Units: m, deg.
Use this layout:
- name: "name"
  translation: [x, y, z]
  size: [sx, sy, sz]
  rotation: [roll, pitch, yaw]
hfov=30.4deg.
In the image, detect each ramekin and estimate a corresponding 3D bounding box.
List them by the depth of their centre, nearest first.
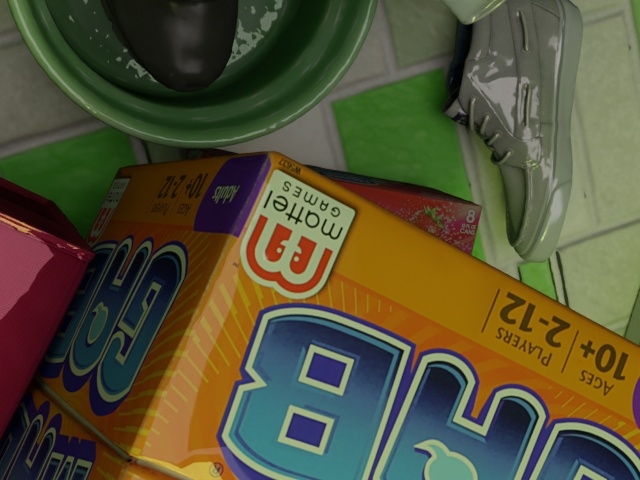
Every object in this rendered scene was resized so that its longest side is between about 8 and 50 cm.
- name: "ramekin"
  translation: [-0.114, -0.234, 0.971]
  size: [0.303, 0.148, 0.303]
  rotation: [-4, 102, -19]

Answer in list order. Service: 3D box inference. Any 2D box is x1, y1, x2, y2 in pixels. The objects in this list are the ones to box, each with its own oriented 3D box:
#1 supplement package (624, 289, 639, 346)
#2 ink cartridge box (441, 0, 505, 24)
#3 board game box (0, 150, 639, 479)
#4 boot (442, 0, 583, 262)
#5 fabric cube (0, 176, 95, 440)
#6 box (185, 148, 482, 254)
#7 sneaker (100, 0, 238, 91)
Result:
- name: "supplement package"
  translation: [0.465, 0.070, 1.204]
  size: [0.198, 0.199, 0.262]
  rotation: [14, 96, -21]
- name: "ink cartridge box"
  translation: [0.027, -0.370, 0.924]
  size: [0.385, 0.308, 0.091]
  rotation: [42, 119, -11]
- name: "board game box"
  translation: [-0.018, 0.178, 0.816]
  size: [0.356, 0.356, 0.356]
  rotation: [27, 81, -21]
- name: "boot"
  translation: [0.173, -0.110, 1.136]
  size: [0.123, 0.095, 0.258]
  rotation: [4, 91, -14]
- name: "fabric cube"
  translation: [-0.356, 0.050, 0.889]
  size: [0.259, 0.254, 0.258]
  rotation: [26, 92, -21]
- name: "box"
  translation: [0.000, 0.000, 1.071]
  size: [0.257, 0.122, 0.128]
  rotation: [9, 97, -20]
- name: "sneaker"
  translation: [-0.101, -0.246, 0.824]
  size: [0.109, 0.130, 0.286]
  rotation: [-8, 104, -20]
